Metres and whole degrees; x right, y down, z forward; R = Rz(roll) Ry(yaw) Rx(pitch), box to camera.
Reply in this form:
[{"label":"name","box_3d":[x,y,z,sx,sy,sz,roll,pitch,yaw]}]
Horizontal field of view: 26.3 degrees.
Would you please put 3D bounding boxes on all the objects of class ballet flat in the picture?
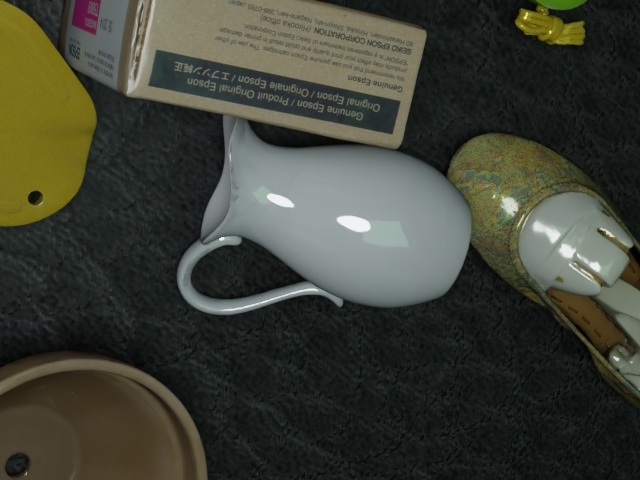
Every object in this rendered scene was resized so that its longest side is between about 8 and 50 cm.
[{"label":"ballet flat","box_3d":[0.248,0.038,1.196,0.123,0.123,0.348,-46,115,-5]}]

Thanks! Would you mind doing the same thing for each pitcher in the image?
[{"label":"pitcher","box_3d":[0.000,0.000,1.094,0.207,0.125,0.178,16,118,-14]}]

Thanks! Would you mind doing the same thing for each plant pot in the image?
[{"label":"plant pot","box_3d":[-0.213,0.187,1.042,0.237,0.109,0.237,-10,109,-30]}]

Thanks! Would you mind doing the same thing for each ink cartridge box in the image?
[{"label":"ink cartridge box","box_3d":[-0.065,-0.137,0.956,0.193,0.234,0.088,8,100,-23]}]

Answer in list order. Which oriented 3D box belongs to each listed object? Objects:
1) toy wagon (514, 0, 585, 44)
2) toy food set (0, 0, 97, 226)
[{"label":"toy wagon","box_3d":[0.214,-0.332,1.110,0.267,0.068,0.344,10,101,-24]},{"label":"toy food set","box_3d":[-0.252,-0.113,0.973,0.128,0.071,0.218,-38,123,-9]}]
